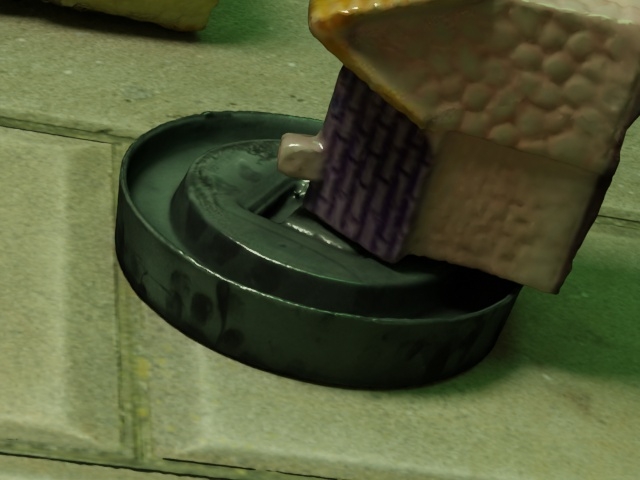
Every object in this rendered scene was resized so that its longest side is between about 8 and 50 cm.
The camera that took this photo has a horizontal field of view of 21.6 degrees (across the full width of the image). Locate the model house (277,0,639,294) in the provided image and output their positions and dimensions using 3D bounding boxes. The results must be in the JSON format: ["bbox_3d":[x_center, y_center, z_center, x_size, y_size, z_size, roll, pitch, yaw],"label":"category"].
[{"bbox_3d":[0.095,-0.119,1.219,0.237,0.237,0.202,14,34,-6],"label":"model house"}]

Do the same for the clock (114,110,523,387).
[{"bbox_3d":[0.000,0.000,1.275,0.319,0.066,0.319,12,27,-6],"label":"clock"}]

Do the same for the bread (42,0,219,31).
[{"bbox_3d":[-0.266,-0.327,1.570,0.375,0.236,0.165,9,37,-18],"label":"bread"}]
